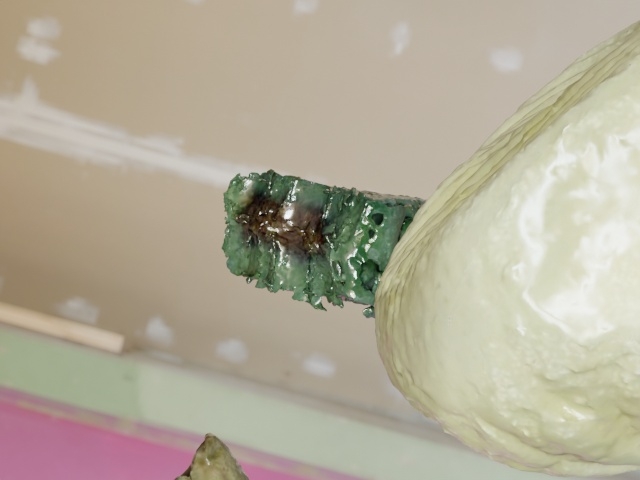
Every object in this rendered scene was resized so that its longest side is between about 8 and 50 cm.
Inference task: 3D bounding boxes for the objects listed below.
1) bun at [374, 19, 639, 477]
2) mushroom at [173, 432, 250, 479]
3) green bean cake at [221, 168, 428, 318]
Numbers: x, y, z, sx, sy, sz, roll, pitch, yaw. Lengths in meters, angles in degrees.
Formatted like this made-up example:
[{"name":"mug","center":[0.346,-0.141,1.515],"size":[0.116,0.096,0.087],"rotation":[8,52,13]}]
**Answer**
[{"name":"bun","center":[0.208,0.000,1.042],"size":[0.349,0.227,0.352],"rotation":[-41,4,33]},{"name":"mushroom","center":[-0.103,0.315,1.476],"size":[0.217,0.212,0.292],"rotation":[-49,-29,-37]},{"name":"green bean cake","center":[0.000,0.000,1.390],"size":[0.193,0.208,0.107],"rotation":[2,-80,-62]}]
